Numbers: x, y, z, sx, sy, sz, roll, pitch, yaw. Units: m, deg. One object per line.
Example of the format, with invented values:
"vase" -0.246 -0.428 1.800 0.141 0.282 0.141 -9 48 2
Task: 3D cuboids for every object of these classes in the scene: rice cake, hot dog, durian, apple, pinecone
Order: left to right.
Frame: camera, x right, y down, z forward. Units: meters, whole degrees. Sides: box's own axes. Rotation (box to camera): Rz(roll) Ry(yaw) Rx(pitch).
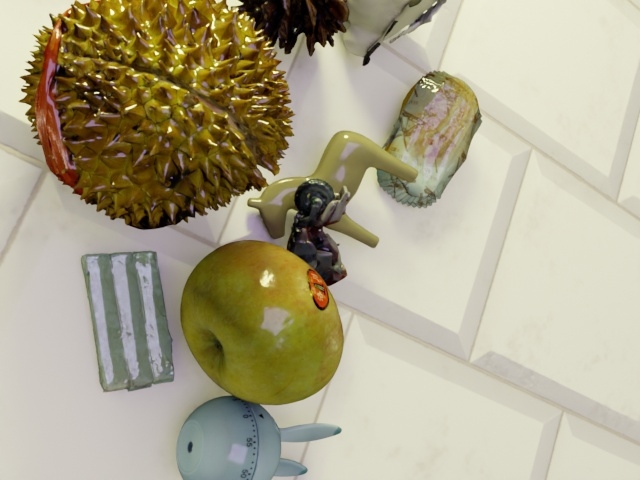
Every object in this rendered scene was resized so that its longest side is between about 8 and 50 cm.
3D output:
"rice cake" -0.290 0.122 1.006 0.124 0.038 0.211 -4 88 -28
"durian" -0.216 -0.179 0.899 0.384 0.347 0.347 30 70 13
"apple" -0.091 0.128 0.996 0.194 0.261 0.260 -30 100 -37
"pinecone" -0.052 -0.398 1.091 0.208 0.208 0.207 2 85 -28
"hot dog" 0.208 -0.194 1.273 0.163 0.082 0.270 31 80 -13

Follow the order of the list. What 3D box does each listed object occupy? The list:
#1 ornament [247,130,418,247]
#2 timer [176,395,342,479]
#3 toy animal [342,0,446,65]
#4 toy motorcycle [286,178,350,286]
"ornament" 0.016 -0.082 1.151 0.245 0.061 0.230 27 94 -21
"timer" -0.110 0.312 1.044 0.255 0.175 0.175 -6 89 -56
"toy animal" 0.067 -0.530 1.183 0.258 0.194 0.357 -39 88 -1
"toy motorcycle" 0.000 0.001 1.098 0.122 0.082 0.213 7 120 -14
